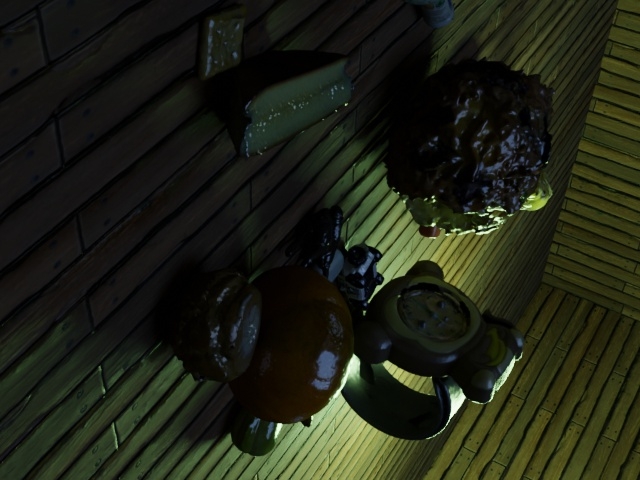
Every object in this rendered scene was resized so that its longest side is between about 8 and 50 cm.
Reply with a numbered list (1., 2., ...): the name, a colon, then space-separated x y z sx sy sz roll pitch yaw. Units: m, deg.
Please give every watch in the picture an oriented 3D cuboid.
1. watch: 0.204 0.267 2.035 0.314 0.335 0.326 -45 160 -45

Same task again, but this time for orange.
1. orange: -0.044 0.158 1.479 0.171 0.240 0.240 15 101 -27

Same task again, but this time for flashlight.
1. flashlight: -0.017 0.090 1.723 0.200 0.048 0.093 -52 155 -33

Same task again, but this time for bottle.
1. bottle: 0.184 -0.432 1.646 0.060 0.060 0.217 -64 160 -6

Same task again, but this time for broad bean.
1. broad bean: -0.098 0.299 1.715 0.124 0.082 0.174 91 20 -52

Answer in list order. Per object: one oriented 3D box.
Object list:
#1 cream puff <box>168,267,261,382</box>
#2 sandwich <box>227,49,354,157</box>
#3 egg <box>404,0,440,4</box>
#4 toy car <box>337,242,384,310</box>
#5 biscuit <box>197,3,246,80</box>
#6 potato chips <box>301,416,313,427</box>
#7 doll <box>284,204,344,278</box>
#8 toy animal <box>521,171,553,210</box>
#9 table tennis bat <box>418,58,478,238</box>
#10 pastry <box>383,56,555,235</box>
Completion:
1. cream puff: -0.147 0.115 1.334 0.150 0.115 0.165 -10 112 -74
2. sandwich: -0.055 -0.188 1.272 0.258 0.096 0.094 -35 136 -53
3. egg: 0.148 -0.424 1.463 0.172 0.132 0.132 -1 112 -60
4. toy car: 0.074 0.064 1.887 0.080 0.070 0.170 -58 160 -22
5. biscuit: -0.118 -0.238 1.169 0.083 0.018 0.081 -37 145 -52
6. potato chips: -0.032 0.258 1.835 0.150 0.049 0.201 -85 178 -49
7. doll: 0.000 0.000 1.664 0.139 0.057 0.165 77 32 -55
8. toy animal: 0.448 -0.166 2.359 0.121 0.233 0.168 -42 140 -59
9. table tennis bat: 0.284 -0.200 2.163 0.268 0.051 0.414 -30 136 -58
10. pastry: 0.290 -0.186 1.840 0.337 0.293 0.405 -66 164 -5
